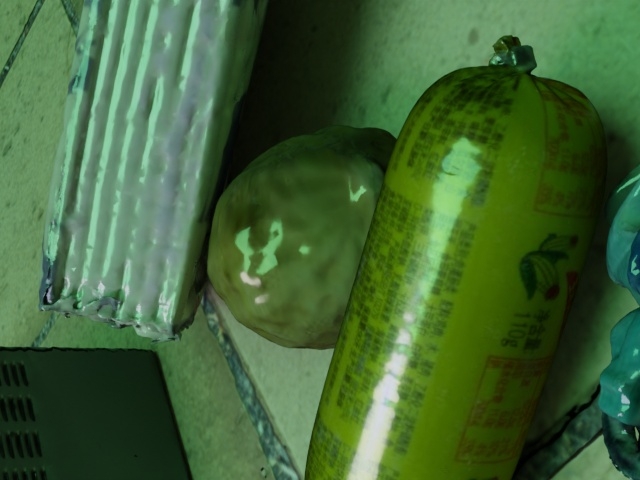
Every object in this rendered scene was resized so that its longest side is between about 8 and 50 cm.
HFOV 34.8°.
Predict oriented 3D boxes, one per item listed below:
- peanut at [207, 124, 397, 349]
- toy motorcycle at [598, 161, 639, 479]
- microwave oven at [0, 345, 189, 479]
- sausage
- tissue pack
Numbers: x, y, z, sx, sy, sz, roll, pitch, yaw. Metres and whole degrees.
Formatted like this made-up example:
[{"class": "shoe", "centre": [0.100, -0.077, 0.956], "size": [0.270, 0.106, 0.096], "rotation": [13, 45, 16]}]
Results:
[{"class": "peanut", "centre": [0.000, 0.000, 0.684], "size": [0.159, 0.109, 0.140], "rotation": [-23, 70, 6]}, {"class": "toy motorcycle", "centre": [0.206, -0.005, 0.446], "size": [0.260, 0.154, 0.206], "rotation": [138, 142, -61]}, {"class": "microwave oven", "centre": [-0.293, 0.285, 0.900], "size": [0.355, 0.218, 0.286], "rotation": [-43, 56, 36]}, {"class": "sausage", "centre": [0.074, 0.055, 0.593], "size": [0.123, 0.123, 0.347], "rotation": [30, 111, 46]}, {"class": "tissue pack", "centre": [-0.117, -0.112, 0.770], "size": [0.242, 0.125, 0.343], "rotation": [-133, 55, -83]}]
